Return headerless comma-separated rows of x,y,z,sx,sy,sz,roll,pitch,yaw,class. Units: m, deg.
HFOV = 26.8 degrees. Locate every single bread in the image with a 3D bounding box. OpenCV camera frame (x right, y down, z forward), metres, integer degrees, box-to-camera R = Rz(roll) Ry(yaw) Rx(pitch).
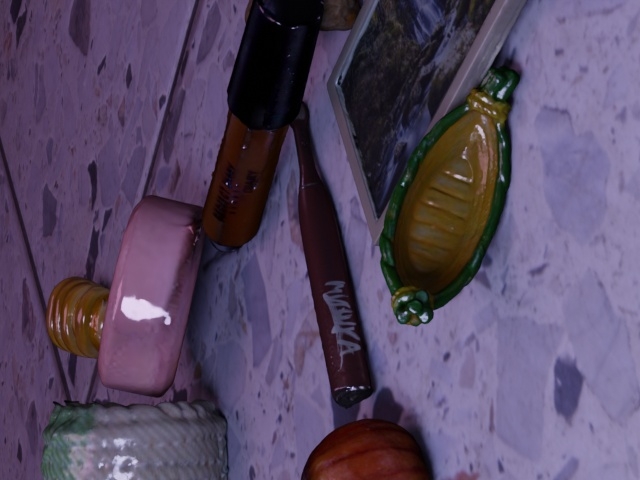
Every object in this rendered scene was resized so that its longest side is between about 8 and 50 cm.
-0.363,0.118,2.056,0.177,0.084,0.119,7,94,60,bread

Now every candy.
-0.201,0.062,1.628,0.255,0.094,0.255,-168,90,-85,candy

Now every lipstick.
-0.068,-0.113,1.400,0.418,0.077,0.077,110,152,-55,lipstick

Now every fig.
0.030,0.230,1.172,0.128,0.150,0.128,47,161,22,fig

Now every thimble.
-0.219,0.262,1.584,0.219,0.219,0.150,170,102,-64,thimble

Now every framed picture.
0.089,-0.186,1.192,0.240,0.020,0.324,-103,30,-42,framed picture

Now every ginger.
-0.028,-0.247,1.382,0.080,0.104,0.204,-56,20,-10,ginger

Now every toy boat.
0.102,-0.030,1.072,0.088,0.089,0.229,119,172,-73,toy boat

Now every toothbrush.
0.000,0.000,1.353,0.041,0.041,0.364,125,142,-47,toothbrush
